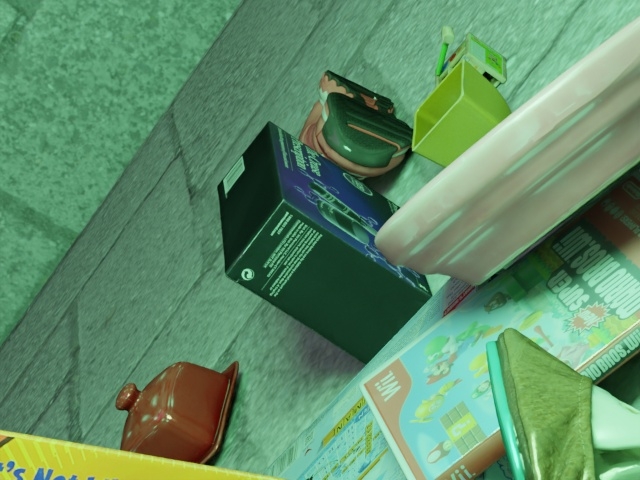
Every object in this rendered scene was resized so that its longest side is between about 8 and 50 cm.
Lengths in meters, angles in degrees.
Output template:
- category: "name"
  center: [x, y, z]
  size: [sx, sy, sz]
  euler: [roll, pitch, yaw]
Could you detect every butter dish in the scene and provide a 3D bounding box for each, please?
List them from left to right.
- category: "butter dish"
  center: [-0.182, 0.205, 2.153]
  size: [0.160, 0.118, 0.160]
  euler: [-45, 19, 34]

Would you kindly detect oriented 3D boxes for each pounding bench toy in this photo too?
- category: "pounding bench toy"
  center: [0.146, -0.184, 1.999]
  size: [0.065, 0.083, 0.052]
  euler: [-47, 19, 28]

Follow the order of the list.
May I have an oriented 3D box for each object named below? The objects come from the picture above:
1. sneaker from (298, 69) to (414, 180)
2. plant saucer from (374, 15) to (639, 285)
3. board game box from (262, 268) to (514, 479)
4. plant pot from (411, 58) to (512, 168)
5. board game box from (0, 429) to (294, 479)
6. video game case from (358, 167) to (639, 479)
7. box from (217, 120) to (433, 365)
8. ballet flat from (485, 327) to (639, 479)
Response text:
- category: "sneaker"
  center: [0.032, -0.100, 2.182]
  size: [0.314, 0.116, 0.136]
  euler: [-96, 31, -76]
- category: "plant saucer"
  center: [0.194, -0.071, 1.455]
  size: [0.332, 0.084, 0.332]
  euler: [-38, -5, -4]
- category: "board game box"
  center: [0.055, 0.209, 1.541]
  size: [0.318, 0.066, 0.318]
  euler: [-48, 18, 27]
- category: "plant pot"
  center: [0.148, -0.113, 1.855]
  size: [0.081, 0.083, 0.081]
  euler: [-48, 17, 29]
- category: "board game box"
  center: [-0.201, 0.347, 1.324]
  size: [0.356, 0.356, 0.356]
  euler: [-26, 55, 61]
- category: "video game case"
  center: [0.165, 0.067, 1.401]
  size: [0.285, 0.025, 0.204]
  euler: [-38, 21, 3]
- category: "box"
  center: [0.000, 0.000, 1.895]
  size: [0.103, 0.184, 0.261]
  euler: [-51, 17, 13]
- category: "ballet flat"
  center: [0.177, 0.178, 1.164]
  size: [0.124, 0.116, 0.342]
  euler: [-13, 36, 9]
